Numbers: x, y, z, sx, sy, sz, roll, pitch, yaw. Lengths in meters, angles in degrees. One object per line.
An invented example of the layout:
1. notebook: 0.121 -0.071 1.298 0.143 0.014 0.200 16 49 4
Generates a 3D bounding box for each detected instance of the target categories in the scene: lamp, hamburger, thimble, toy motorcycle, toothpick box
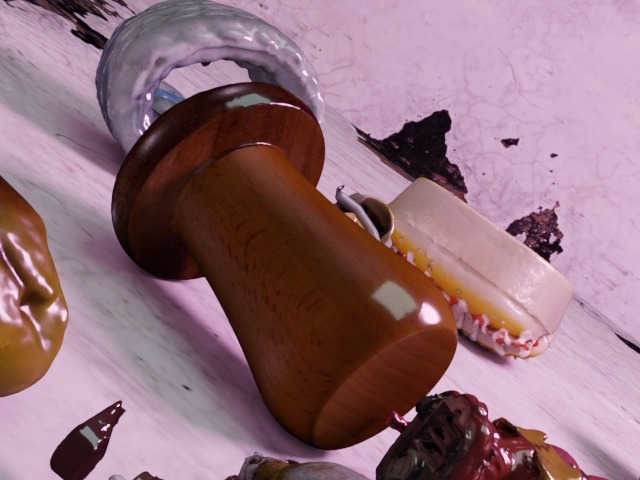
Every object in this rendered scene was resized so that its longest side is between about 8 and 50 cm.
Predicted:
1. lamp: 0.162 0.203 0.781 0.253 0.118 0.118 32 12 -25
2. hamburger: 0.206 0.041 1.468 0.295 0.151 0.227 35 5 16
3. thimble: -0.111 -0.145 1.127 0.250 0.205 0.172 21 10 -26
4. toy motorcycle: 0.000 0.000 1.070 0.094 0.130 0.229 59 17 11
5. toothpick box: -0.033 0.010 0.827 0.294 0.192 0.192 49 17 30

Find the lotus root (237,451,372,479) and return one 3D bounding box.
1. lotus root: 0.012 0.167 0.590 0.088 0.088 0.165 27 5 -37

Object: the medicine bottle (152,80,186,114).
1. medicine bottle: -0.206 -0.176 1.355 0.090 0.054 0.208 29 14 -33

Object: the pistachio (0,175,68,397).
1. pistachio: -0.211 0.001 0.543 0.189 0.100 0.110 39 8 8

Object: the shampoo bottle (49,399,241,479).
1. shampoo bottle: -0.030 0.168 0.489 0.236 0.067 0.068 38 21 11
